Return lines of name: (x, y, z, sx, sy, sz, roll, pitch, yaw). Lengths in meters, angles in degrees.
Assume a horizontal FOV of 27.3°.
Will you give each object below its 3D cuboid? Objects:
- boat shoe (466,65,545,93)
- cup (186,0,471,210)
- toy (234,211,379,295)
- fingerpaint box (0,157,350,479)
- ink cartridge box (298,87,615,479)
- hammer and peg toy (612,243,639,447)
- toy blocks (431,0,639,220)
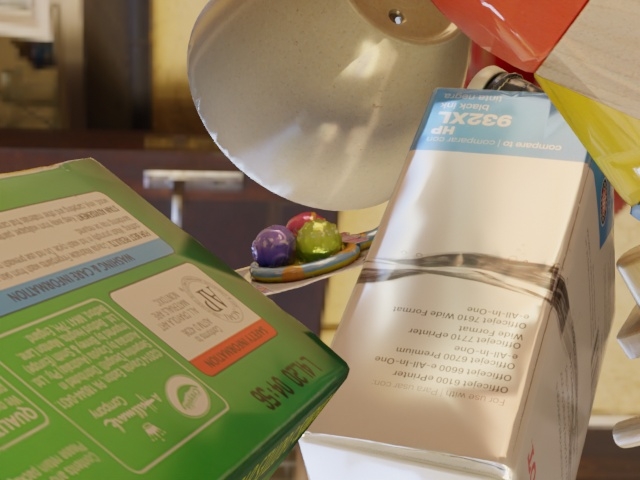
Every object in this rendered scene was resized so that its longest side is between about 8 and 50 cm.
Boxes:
boat shoe: (0.179, -0.050, 1.338, 0.079, 0.095, 0.254, 31, 124, 35)
cup: (0.040, -0.231, 1.505, 0.237, 0.331, 0.331, 135, 139, -56)
toy: (0.000, 0.000, 1.309, 0.137, 0.237, 0.056, -168, 67, -66)
fingerpaint box: (-0.202, 0.181, 0.407, 0.371, 0.163, 0.445, -54, -8, 15)
ink cartridge box: (0.105, 0.082, 0.861, 0.223, 0.129, 0.307, 78, -153, -44)
hammer and peg toy: (0.348, 0.016, 1.002, 0.127, 0.266, 0.361, 58, -139, -9)
toy blocks: (0.124, -0.084, 0.292, 0.261, 0.381, 0.190, 118, 174, -69)
